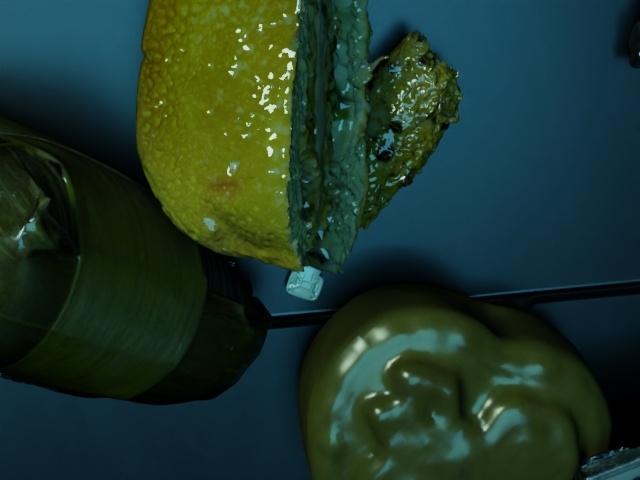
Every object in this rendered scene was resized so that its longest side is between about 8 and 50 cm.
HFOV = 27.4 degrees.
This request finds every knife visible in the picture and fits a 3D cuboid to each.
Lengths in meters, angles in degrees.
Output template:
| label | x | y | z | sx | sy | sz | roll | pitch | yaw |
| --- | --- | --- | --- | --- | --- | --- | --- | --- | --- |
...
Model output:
| label | x | y | z | sx | sy | sz | roll | pitch | yaw |
| --- | --- | --- | --- | --- | --- | --- | --- | --- | --- |
| knife | 0.000 | 0.000 | 0.996 | 0.027 | 0.010 | 0.096 | 18 | 102 | -10 |

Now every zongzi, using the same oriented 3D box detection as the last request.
| label | x | y | z | sx | sy | sz | roll | pitch | yaw |
| --- | --- | --- | --- | --- | --- | --- | --- | --- | --- |
| zongzi | -0.209 | -0.021 | 0.933 | 0.154 | 0.317 | 0.289 | -49 | 145 | 9 |

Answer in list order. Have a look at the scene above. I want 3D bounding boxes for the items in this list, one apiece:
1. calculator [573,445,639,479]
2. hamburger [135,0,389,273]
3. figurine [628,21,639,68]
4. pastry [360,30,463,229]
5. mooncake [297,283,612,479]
| label | x | y | z | sx | sy | sz | roll | pitch | yaw |
| --- | --- | --- | --- | --- | --- | --- | --- | --- | --- |
| calculator | 0.288 | 0.228 | 1.033 | 0.161 | 0.021 | 0.261 | -21 | 133 | 0 |
| hamburger | -0.043 | -0.121 | 0.881 | 0.157 | 0.144 | 0.282 | 4 | 93 | 33 |
| figurine | 0.304 | -0.131 | 0.954 | 0.149 | 0.087 | 0.086 | 13 | 143 | -9 |
| pastry | 0.047 | -0.078 | 0.951 | 0.080 | 0.056 | 0.140 | 45 | 105 | 0 |
| mooncake | 0.092 | 0.154 | 1.000 | 0.235 | 0.117 | 0.234 | -2 | 107 | -8 |
